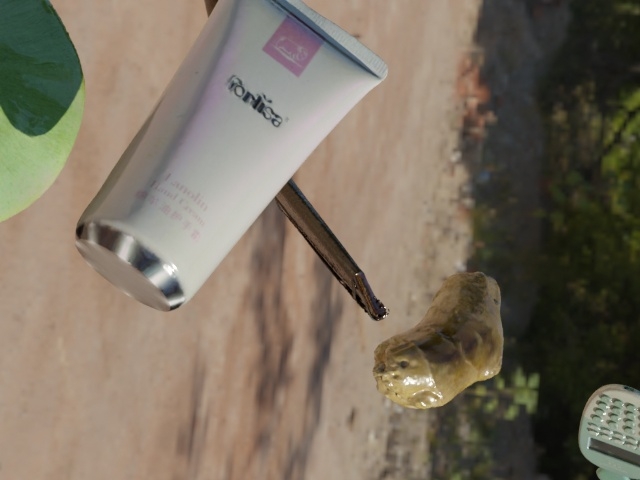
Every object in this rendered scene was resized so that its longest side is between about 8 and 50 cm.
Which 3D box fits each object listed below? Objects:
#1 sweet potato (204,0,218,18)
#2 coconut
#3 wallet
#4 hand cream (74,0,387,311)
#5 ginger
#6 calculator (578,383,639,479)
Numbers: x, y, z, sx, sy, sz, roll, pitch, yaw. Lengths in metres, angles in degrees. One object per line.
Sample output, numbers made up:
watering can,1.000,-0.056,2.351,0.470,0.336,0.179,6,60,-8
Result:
sweet potato,-0.091,-0.271,1.557,0.112,0.085,0.286,75,10,-86
coconut,-0.389,-0.157,1.390,0.328,0.281,0.328,-170,-90,-69
wallet,0.000,0.000,1.854,0.243,0.039,0.133,50,-7,34
hand cream,-0.086,-0.098,1.270,0.359,0.185,0.118,-57,-175,-28
ginger,0.116,0.096,1.276,0.190,0.069,0.095,-33,103,-40
calculator,0.337,0.221,1.534,0.021,0.095,0.153,-49,148,-41
